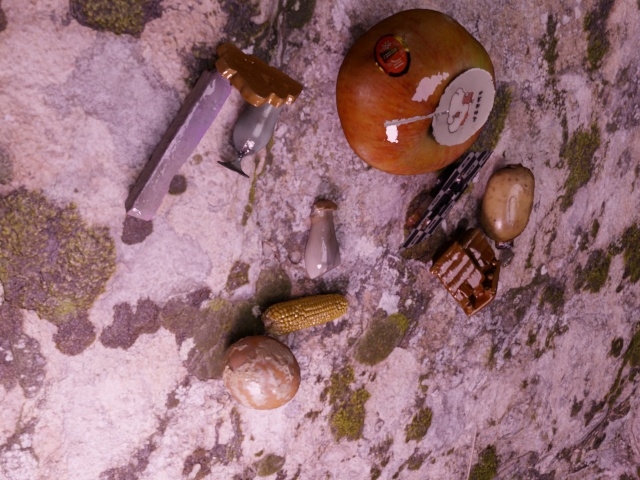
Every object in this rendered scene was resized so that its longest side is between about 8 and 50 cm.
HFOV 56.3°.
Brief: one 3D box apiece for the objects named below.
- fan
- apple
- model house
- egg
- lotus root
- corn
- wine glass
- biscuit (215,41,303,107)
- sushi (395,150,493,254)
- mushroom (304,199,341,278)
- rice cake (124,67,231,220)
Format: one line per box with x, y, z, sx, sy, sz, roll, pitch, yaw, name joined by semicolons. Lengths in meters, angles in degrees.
0.270;-0.286;1.341;0.329;0.009;0.190;-18;133;-27;fan
0.228;-0.371;1.495;0.401;0.333;0.400;-19;136;-19;apple
0.453;0.077;1.854;0.199;0.219;0.229;-39;137;7;model house
-0.156;0.363;1.629;0.245;0.203;0.203;37;89;-39;egg
0.595;-0.106;1.905;0.160;0.146;0.283;-1;103;-8;lotus root
-0.042;0.206;1.698;0.260;0.091;0.091;-9;131;-31;corn
-0.166;-0.259;1.444;0.093;0.093;0.202;22;98;-34;wine glass
-0.136;-0.368;1.378;0.239;0.212;0.041;5;133;-44;biscuit
0.334;-0.136;1.695;0.320;0.069;0.339;-19;145;-59;sushi
0.000;0.000;1.648;0.116;0.093;0.224;-25;112;-44;mushroom
-0.328;-0.224;1.384;0.070;0.064;0.398;31;92;-44;rice cake
